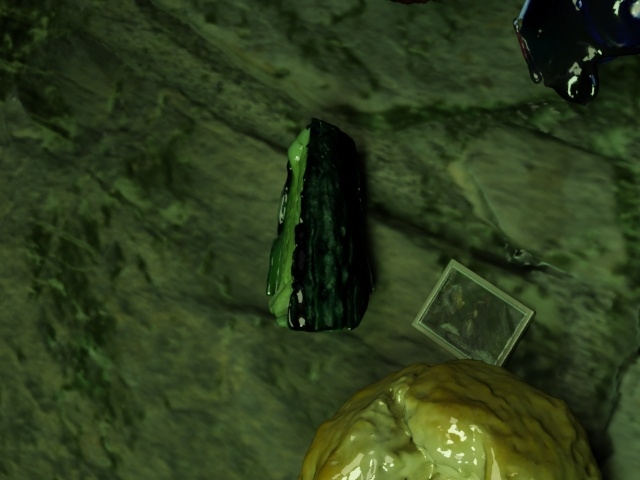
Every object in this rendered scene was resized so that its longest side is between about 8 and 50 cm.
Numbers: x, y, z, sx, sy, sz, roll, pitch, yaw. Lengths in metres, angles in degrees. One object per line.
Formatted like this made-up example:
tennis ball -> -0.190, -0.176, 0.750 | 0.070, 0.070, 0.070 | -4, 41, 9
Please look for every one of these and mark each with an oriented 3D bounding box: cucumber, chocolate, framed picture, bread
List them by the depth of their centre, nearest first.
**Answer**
bread -> 0.081, 0.194, 0.956 | 0.244, 0.134, 0.245 | -12, 65, 26
chocolate -> 0.225, -0.273, 1.006 | 0.148, 0.126, 0.344 | 5, 81, 30
framed picture -> 0.121, 0.063, 1.054 | 0.089, 0.006, 0.066 | 35, 97, 35
cucumber -> 0.000, 0.000, 1.110 | 0.085, 0.115, 0.193 | 3, 68, -10

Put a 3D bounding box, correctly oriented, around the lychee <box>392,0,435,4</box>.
lychee -> 0.073, -0.285, 1.084 | 0.194, 0.194, 0.195 | -10, 71, 32
